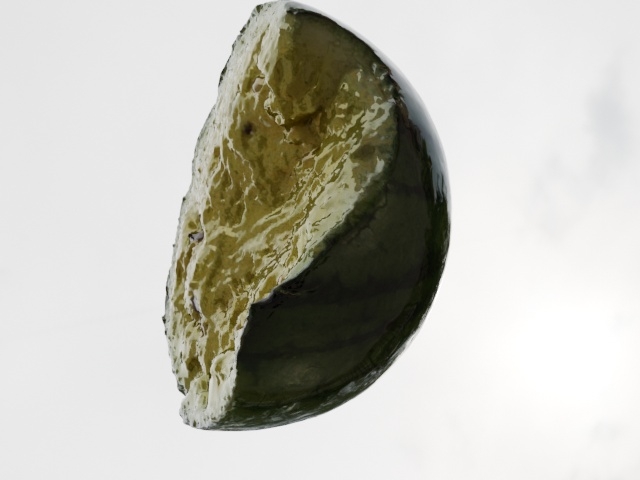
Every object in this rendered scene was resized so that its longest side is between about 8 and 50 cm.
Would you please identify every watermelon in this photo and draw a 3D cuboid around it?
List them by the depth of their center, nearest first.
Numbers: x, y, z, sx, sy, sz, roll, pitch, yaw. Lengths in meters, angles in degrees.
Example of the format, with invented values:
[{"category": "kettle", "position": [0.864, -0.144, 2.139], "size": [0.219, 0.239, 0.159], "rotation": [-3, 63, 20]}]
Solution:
[{"category": "watermelon", "position": [0.000, 0.000, 1.204], "size": [0.189, 0.331, 0.331], "rotation": [14, -74, -11]}]
